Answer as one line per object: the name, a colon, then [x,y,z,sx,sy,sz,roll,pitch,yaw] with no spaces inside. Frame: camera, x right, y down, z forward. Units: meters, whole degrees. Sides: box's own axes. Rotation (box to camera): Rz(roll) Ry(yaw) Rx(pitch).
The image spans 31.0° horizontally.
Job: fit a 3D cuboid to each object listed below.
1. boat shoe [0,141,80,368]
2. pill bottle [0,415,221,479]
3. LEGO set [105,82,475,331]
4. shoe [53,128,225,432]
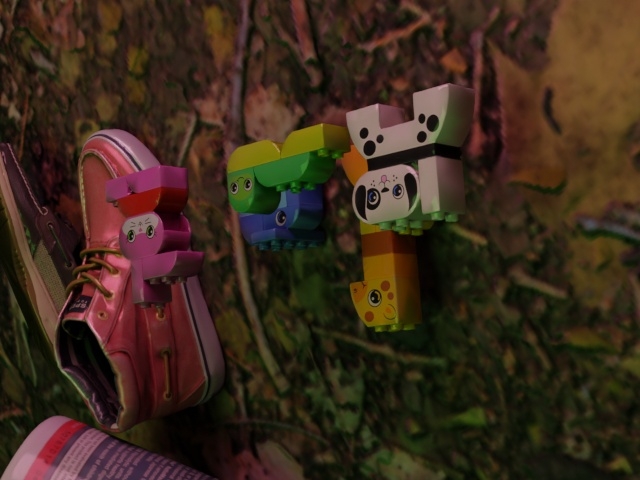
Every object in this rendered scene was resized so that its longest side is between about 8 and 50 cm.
boat shoe: [-0.181,0.006,0.753,0.056,0.049,0.152,-4,105,61]
pill bottle: [-0.093,0.180,0.656,0.180,0.108,0.108,20,119,7]
LEGO set: [0.000,0.000,0.562,0.227,0.087,0.093,-11,80,43]
shoe: [-0.121,0.022,0.681,0.063,0.081,0.178,-21,89,43]
